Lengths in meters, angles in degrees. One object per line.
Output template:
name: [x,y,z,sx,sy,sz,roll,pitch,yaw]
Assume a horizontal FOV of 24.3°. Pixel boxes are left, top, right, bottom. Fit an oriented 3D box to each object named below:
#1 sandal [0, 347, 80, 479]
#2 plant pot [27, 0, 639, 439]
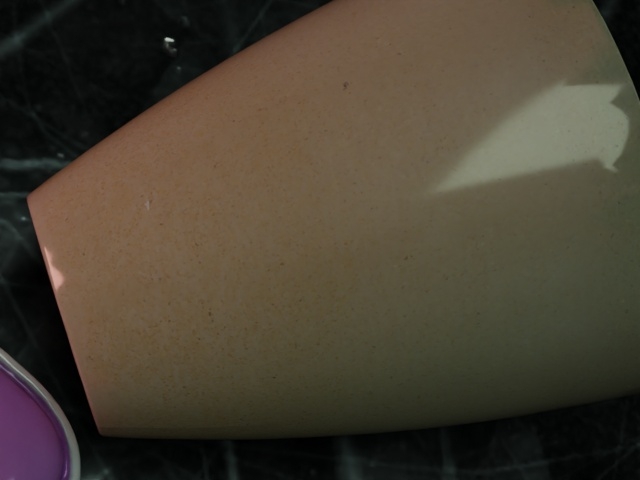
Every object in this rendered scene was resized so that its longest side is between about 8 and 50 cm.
sandal: [-0.305,0.044,0.685,0.416,0.102,0.169,28,62,-9]
plant pot: [0.000,0.000,0.765,0.274,0.256,0.257,-18,76,-10]
